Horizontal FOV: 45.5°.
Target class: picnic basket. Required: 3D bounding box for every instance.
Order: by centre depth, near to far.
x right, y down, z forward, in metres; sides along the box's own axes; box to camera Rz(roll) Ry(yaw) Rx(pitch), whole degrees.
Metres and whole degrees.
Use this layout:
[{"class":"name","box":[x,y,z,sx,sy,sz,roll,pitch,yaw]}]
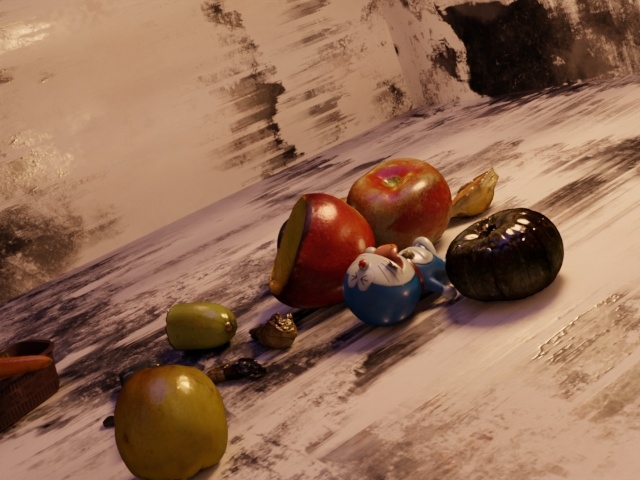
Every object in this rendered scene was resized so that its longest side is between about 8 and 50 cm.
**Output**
[{"class":"picnic basket","box":[-0.777,0.369,1.874,0.222,0.129,0.297,-7,21,38]}]

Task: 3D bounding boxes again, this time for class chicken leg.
[{"class":"chicken leg","box":[-0.109,0.201,1.709,0.093,0.070,0.178,-57,18,-24]}]

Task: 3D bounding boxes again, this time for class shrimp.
[{"class":"shrimp","box":[-0.171,0.265,1.614,0.160,0.034,0.091,-12,17,33]}]

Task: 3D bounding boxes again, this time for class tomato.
[{"class":"tomato","box":[0.206,-0.074,1.949,0.270,0.223,0.270,-13,36,10]}]

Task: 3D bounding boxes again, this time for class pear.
[{"class":"pear","box":[-0.253,0.307,1.292,0.199,0.200,0.200,-19,15,5]}]

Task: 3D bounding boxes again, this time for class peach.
[{"class":"peach","box":[0.000,0.041,1.796,0.245,0.249,0.275,17,65,13]}]

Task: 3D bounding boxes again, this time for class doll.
[{"class":"doll","box":[0.169,0.078,1.597,0.256,0.161,0.215,-28,42,-36]}]

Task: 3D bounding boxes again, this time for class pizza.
[{"class":"pizza","box":[0.393,-0.091,2.055,0.204,0.080,0.188,-44,3,-35]}]

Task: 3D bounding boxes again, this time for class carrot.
[{"class":"carrot","box":[-0.749,0.295,1.772,0.271,0.066,0.062,-6,64,22]}]

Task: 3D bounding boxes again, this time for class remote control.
[{"class":"remote control","box":[-0.362,0.325,1.621,0.107,0.044,0.377,-14,12,-17]}]

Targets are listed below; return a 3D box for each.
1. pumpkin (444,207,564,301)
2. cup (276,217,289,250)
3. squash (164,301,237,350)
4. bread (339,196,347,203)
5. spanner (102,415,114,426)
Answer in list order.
[{"class":"pumpkin","box":[0.361,0.024,1.512,0.237,0.159,0.238,-21,19,8]},{"class":"cup","box":[0.000,0.000,2.055,0.176,0.169,0.223,-2,27,37]},{"class":"squash","box":[-0.275,0.201,1.818,0.186,0.123,0.123,-9,19,39]},{"class":"bread","box":[0.062,-0.047,2.259,0.132,0.114,0.190,11,42,46]},{"class":"spanner","box":[-0.386,0.376,1.555,0.046,0.012,0.208,-33,20,-37]}]
